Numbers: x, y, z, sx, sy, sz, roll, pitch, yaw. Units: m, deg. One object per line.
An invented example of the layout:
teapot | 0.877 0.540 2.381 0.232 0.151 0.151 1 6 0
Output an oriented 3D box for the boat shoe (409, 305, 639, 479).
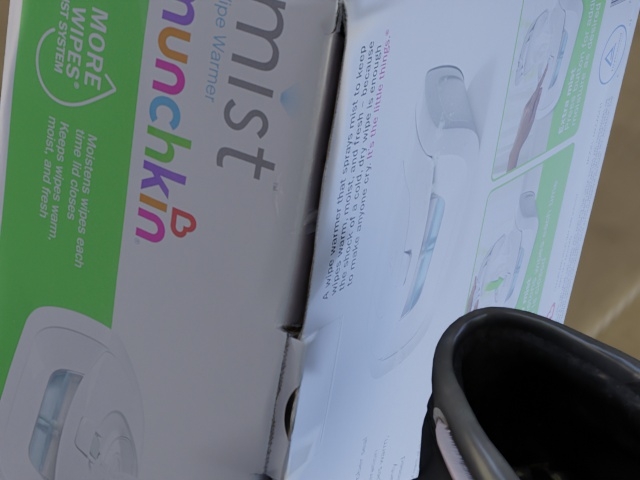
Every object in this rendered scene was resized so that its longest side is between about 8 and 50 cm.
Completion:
boat shoe | 0.110 0.105 0.467 0.335 0.112 0.095 29 -56 59

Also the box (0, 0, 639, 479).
box | 0.000 0.000 0.680 0.127 0.231 0.262 23 -61 26
